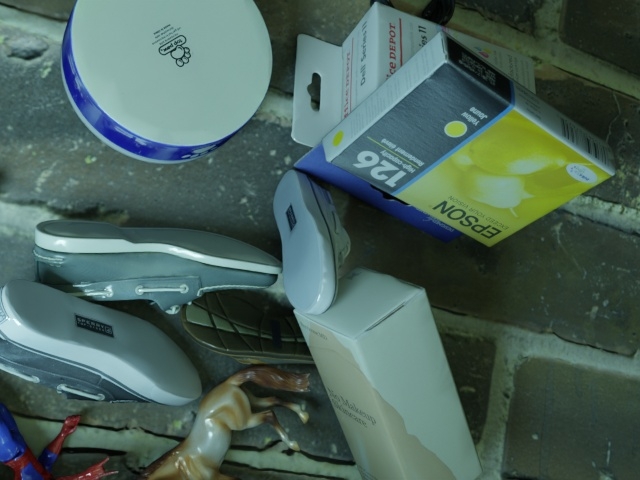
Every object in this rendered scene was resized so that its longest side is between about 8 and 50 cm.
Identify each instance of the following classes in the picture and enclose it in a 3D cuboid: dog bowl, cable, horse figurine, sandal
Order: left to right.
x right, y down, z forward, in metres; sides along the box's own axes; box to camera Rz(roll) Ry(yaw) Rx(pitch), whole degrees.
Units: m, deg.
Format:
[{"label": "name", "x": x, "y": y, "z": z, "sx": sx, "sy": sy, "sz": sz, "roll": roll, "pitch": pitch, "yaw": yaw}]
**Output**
[{"label": "dog bowl", "x": -0.201, "y": -0.239, "z": 1.024, "sx": 0.265, "sy": 0.104, "sz": 0.264, "roll": 3, "pitch": 84, "yaw": -23}, {"label": "horse figurine", "x": -0.120, "y": 0.266, "z": 1.021, "sx": 0.175, "sy": 0.066, "sz": 0.263, "roll": 32, "pitch": 83, "yaw": -15}, {"label": "sandal", "x": -0.086, "y": 0.132, "z": 1.058, "sx": 0.219, "sy": 0.060, "sz": 0.090, "roll": 12, "pitch": 48, "yaw": -22}, {"label": "cable", "x": 0.151, "y": -0.402, "z": 1.233, "sx": 0.151, "sy": 0.047, "sz": 0.184, "roll": 15, "pitch": 76, "yaw": -27}]

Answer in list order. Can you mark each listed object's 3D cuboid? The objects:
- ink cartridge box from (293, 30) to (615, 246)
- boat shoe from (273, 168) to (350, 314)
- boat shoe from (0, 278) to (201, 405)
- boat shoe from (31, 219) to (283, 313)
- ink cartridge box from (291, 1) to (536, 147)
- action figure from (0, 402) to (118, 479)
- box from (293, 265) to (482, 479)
[{"label": "ink cartridge box", "x": 0.170, "y": -0.097, "z": 1.042, "sx": 0.304, "sy": 0.307, "sz": 0.072, "roll": 24, "pitch": 47, "yaw": -27}, {"label": "boat shoe", "x": 0.000, "y": 0.000, "z": 1.034, "sx": 0.084, "sy": 0.095, "sz": 0.258, "roll": 20, "pitch": 38, "yaw": -26}, {"label": "boat shoe", "x": -0.279, "y": 0.147, "z": 0.939, "sx": 0.301, "sy": 0.102, "sz": 0.108, "roll": 31, "pitch": 27, "yaw": -44}, {"label": "boat shoe", "x": -0.206, "y": 0.041, "z": 1.004, "sx": 0.320, "sy": 0.116, "sz": 0.099, "roll": 7, "pitch": 105, "yaw": -23}, {"label": "ink cartridge box", "x": 0.143, "y": -0.209, "z": 1.139, "sx": 0.354, "sy": 0.119, "sz": 0.207, "roll": 12, "pitch": 64, "yaw": -22}, {"label": "action figure", "x": -0.339, "y": 0.217, "z": 0.917, "sx": 0.139, "sy": 0.091, "sz": 0.280, "roll": -27, "pitch": 96, "yaw": -8}, {"label": "box", "x": 0.094, "y": 0.202, "z": 1.033, "sx": 0.121, "sy": 0.148, "sz": 0.311, "roll": -33, "pitch": 116, "yaw": -24}]
